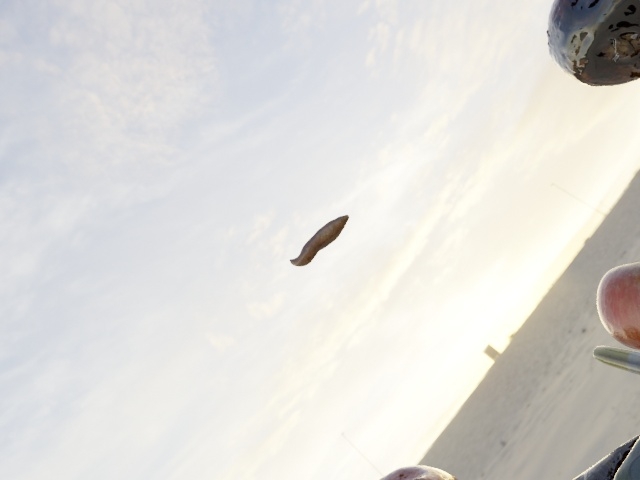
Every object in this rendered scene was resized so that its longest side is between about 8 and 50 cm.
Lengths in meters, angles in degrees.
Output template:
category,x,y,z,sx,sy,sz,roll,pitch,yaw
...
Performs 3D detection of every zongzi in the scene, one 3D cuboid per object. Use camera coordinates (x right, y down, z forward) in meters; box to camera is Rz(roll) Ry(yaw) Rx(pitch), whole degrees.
category,x,y,z,sx,sy,sz,roll,pitch,yaw
zongzi,0.625,0.559,1.188,0.241,0.111,0.248,-56,9,22

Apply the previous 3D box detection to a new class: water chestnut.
category,x,y,z,sx,sy,sz,roll,pitch,yaw
water chestnut,0.701,-0.536,1.327,0.350,0.350,0.302,61,-150,-62

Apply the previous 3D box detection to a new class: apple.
category,x,y,z,sx,sy,sz,roll,pitch,yaw
apple,0.613,0.121,1.030,0.209,0.209,0.164,24,-115,-63

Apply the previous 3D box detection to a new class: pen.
category,x,y,z,sx,sy,sz,roll,pitch,yaw
pen,0.436,0.163,0.682,0.032,0.233,0.040,-21,-77,-27

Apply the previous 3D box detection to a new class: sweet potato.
category,x,y,z,sx,sy,sz,roll,pitch,yaw
sweet potato,0.001,0.001,1.528,0.202,0.055,0.058,-44,-32,5

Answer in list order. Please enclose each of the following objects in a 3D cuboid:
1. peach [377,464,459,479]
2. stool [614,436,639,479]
category,x,y,z,sx,sy,sz,roll,pitch,yaw
peach,0.215,0.619,1.099,0.290,0.373,0.372,-30,-26,6
stool,0.750,0.482,1.037,0.310,0.310,0.226,-38,-60,-21
